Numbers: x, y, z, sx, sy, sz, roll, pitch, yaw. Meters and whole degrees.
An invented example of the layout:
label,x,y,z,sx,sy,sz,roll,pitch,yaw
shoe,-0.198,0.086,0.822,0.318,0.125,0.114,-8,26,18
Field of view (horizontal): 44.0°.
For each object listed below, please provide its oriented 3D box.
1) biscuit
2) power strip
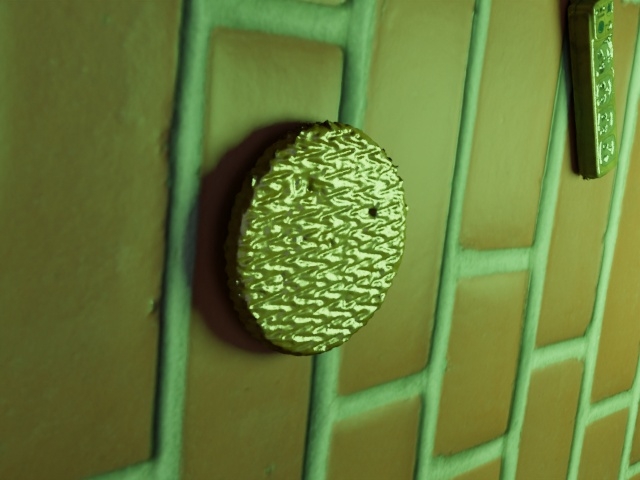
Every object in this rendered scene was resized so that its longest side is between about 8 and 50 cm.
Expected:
label,x,y,z,sx,sy,sz,roll,pitch,yaw
biscuit,0.000,0.000,0.825,0.254,0.035,0.254,-14,110,-43
power strip,0.394,-0.223,1.141,0.064,0.044,0.305,-32,121,-33
